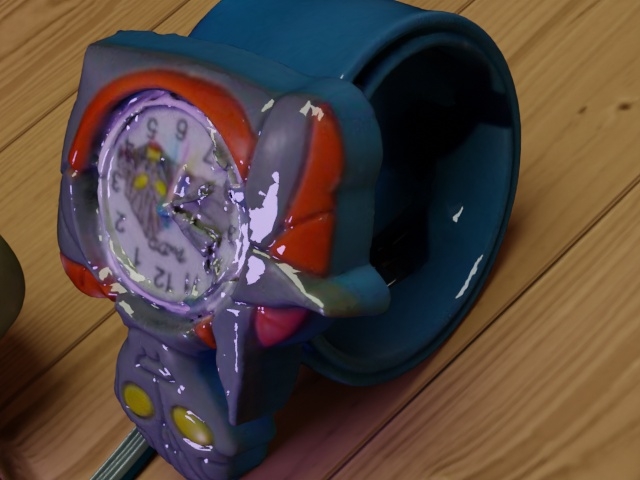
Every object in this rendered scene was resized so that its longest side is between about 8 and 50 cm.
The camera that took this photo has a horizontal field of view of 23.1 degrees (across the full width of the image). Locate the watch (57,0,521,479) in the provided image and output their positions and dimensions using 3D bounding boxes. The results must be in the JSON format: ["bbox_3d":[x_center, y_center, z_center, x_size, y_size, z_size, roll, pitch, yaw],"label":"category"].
[{"bbox_3d":[0.000,0.000,0.975,0.241,0.305,0.274,22,30,36],"label":"watch"}]

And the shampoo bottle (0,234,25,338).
[{"bbox_3d":[-0.375,0.061,1.000,0.322,0.322,0.317,25,70,41],"label":"shampoo bottle"}]

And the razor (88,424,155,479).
[{"bbox_3d":[-0.131,0.140,1.016,0.068,0.037,0.191,18,55,42],"label":"razor"}]

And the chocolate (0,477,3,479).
[{"bbox_3d":[-0.183,0.301,0.665,0.360,0.341,0.161,-37,34,-11],"label":"chocolate"}]
